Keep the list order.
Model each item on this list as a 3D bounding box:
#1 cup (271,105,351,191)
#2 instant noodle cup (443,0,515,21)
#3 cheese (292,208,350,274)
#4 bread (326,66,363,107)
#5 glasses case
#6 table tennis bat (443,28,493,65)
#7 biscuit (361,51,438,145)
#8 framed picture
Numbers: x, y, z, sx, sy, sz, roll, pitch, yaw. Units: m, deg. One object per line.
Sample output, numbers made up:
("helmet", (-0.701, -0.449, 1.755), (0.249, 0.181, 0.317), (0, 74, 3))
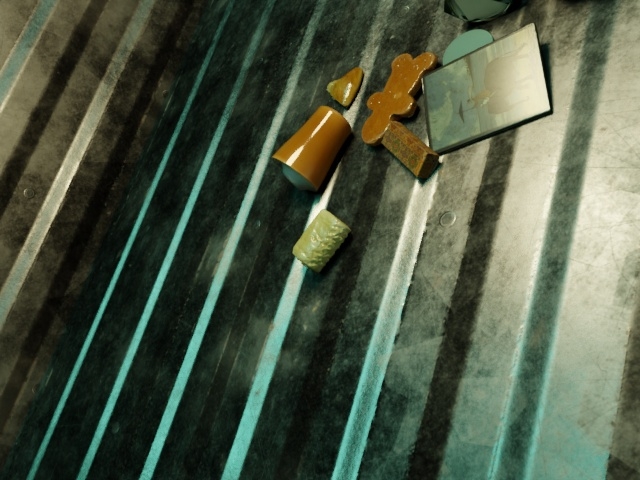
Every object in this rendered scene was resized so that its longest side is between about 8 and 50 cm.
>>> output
("cup", (-0.027, -0.293, 1.952), (0.264, 0.182, 0.226), (-54, 7, -6))
("instant noodle cup", (0.456, -0.749, 1.692), (0.240, 0.240, 0.178), (-9, 67, 43))
("cheese", (0.000, 0.000, 1.765), (0.167, 0.094, 0.123), (-53, 38, 6))
("bread", (0.081, -0.508, 2.048), (0.154, 0.054, 0.136), (-28, 51, 35))
("glasses case", (0.252, -0.260, 1.699), (0.218, 0.049, 0.075), (56, 133, 49))
("table tennis bat", (0.406, -0.503, 1.717), (0.149, 0.038, 0.237), (17, 77, 42))
("biscuit", (0.229, -0.431, 1.844), (0.205, 0.049, 0.324), (21, 81, 51))
("framed picture", (0.427, -0.393, 1.595), (0.347, 0.016, 0.265), (-17, 68, 39))
